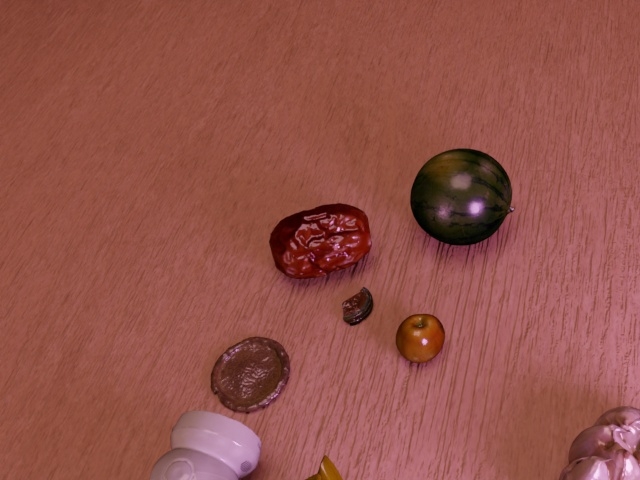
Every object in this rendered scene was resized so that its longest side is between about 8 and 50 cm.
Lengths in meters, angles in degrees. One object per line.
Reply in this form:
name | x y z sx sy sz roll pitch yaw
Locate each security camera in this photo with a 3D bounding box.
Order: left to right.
security camera | -0.237 0.479 1.603 0.195 0.194 0.236 7 53 18

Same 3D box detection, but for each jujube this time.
jujube | 0.000 0.000 1.984 0.250 0.174 0.174 -13 48 5

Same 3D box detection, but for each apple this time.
apple | 0.222 0.214 1.787 0.114 0.102 0.099 -27 47 -12

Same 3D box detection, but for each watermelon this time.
watermelon | 0.339 -0.104 1.953 0.242 0.242 0.242 -6 48 7

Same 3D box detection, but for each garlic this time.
garlic | 0.551 0.401 1.489 0.281 0.203 0.184 -21 29 -1

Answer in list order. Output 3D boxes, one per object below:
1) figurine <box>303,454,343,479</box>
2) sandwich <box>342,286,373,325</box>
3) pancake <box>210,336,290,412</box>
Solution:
figurine | -0.022 0.564 1.490 0.327 0.169 0.218 -31 42 -18
sandwich | 0.087 0.156 1.920 0.101 0.026 0.069 -38 53 -19
pancake | -0.161 0.302 1.852 0.199 0.021 0.199 -7 48 8
